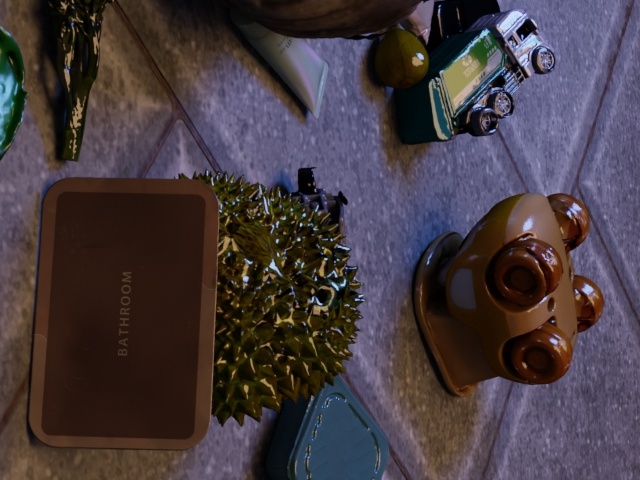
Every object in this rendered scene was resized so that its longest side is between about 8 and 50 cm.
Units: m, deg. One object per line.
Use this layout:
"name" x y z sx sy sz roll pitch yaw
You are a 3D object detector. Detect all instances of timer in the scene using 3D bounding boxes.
"timer" 0.219 -0.285 2.436 0.187 0.055 0.144 -21 103 -52

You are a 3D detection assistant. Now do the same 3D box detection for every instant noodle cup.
"instant noodle cup" 0.002 0.258 1.978 0.179 0.070 0.157 55 43 -40

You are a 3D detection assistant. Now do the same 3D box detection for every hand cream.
"hand cream" -0.041 -0.226 2.008 0.205 0.050 0.078 43 50 -53

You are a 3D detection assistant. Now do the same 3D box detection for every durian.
"durian" -0.074 0.063 1.732 0.291 0.225 0.291 11 76 -54

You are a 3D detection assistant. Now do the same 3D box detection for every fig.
"fig" 0.107 -0.246 2.234 0.074 0.074 0.088 31 41 -53

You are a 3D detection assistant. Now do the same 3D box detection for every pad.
"pad" -0.188 0.068 1.609 0.002 0.176 0.266 82 10 -78

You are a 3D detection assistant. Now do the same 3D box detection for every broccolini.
"broccolini" -0.233 -0.181 1.664 0.091 0.068 0.202 -15 100 -78

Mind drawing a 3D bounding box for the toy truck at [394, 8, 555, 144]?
"toy truck" 0.211 -0.221 2.317 0.253 0.114 0.124 -46 114 -28

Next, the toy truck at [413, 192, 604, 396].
"toy truck" 0.264 0.077 2.311 0.204 0.212 0.288 -48 129 -52

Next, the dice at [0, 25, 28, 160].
"dice" -0.336 -0.129 1.431 0.131 0.120 0.128 46 49 -43

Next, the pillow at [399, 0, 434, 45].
"pillow" 0.080 -0.397 2.219 0.270 0.067 0.173 41 46 -49

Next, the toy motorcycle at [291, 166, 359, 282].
"toy motorcycle" 0.000 0.000 1.947 0.215 0.080 0.122 -105 -169 -64

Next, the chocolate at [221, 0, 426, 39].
"chocolate" -0.036 -0.348 1.786 0.213 0.303 0.303 -18 101 -43
